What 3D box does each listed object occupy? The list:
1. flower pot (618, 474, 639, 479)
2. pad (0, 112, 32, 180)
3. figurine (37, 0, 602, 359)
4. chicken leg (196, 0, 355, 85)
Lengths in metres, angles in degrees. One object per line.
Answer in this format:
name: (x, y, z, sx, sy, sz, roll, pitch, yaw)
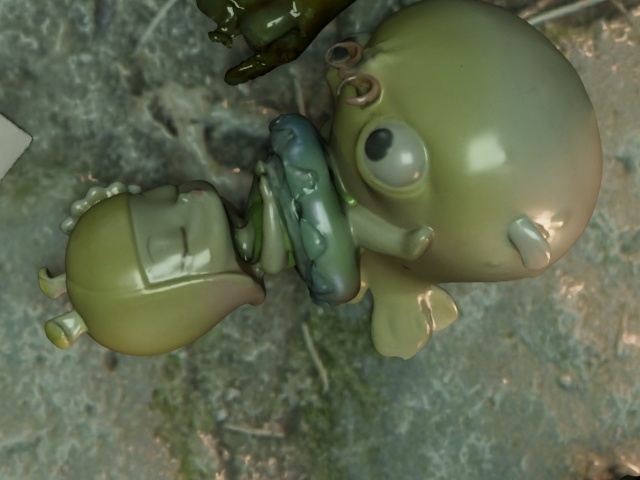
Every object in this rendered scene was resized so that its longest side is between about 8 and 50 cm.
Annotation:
flower pot: (0.232, 0.348, 0.972, 0.299, 0.299, 0.283, -31, 109, -4)
pad: (-0.308, -0.085, 0.967, 0.187, 0.006, 0.113, 38, 92, -11)
figurine: (0.000, 0.000, 0.963, 0.394, 0.227, 0.275, -19, 129, 0)
chicken leg: (0.084, -0.247, 0.899, 0.429, 0.201, 0.153, -33, 68, 21)
